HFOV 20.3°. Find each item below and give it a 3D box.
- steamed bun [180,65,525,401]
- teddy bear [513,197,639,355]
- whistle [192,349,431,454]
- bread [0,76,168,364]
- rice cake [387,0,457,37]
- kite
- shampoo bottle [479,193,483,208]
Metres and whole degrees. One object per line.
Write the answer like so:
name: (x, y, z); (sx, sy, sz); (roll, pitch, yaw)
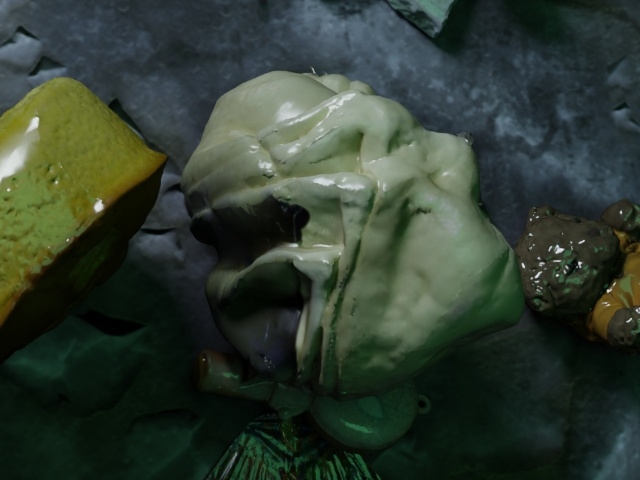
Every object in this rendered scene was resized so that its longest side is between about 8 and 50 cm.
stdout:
steamed bun: (0.000, 0.000, 1.488); (0.206, 0.320, 0.275); (-26, 121, -24)
teddy bear: (0.272, 0.037, 1.689); (0.190, 0.140, 0.177); (22, 45, -10)
whistle: (-0.005, 0.133, 1.577); (0.220, 0.057, 0.107); (10, 54, -20)
bread: (-0.239, -0.003, 1.404); (0.148, 0.270, 0.270); (46, 66, -7)
rice cake: (0.048, -0.295, 1.700); (0.226, 0.040, 0.085); (41, 66, -10)
kite: (-0.022, 0.204, 1.584); (0.183, 0.010, 0.160); (2, 78, -23)
shampoo bottle: (0.088, -0.051, 1.674); (0.137, 0.027, 0.048); (18, 75, -19)
